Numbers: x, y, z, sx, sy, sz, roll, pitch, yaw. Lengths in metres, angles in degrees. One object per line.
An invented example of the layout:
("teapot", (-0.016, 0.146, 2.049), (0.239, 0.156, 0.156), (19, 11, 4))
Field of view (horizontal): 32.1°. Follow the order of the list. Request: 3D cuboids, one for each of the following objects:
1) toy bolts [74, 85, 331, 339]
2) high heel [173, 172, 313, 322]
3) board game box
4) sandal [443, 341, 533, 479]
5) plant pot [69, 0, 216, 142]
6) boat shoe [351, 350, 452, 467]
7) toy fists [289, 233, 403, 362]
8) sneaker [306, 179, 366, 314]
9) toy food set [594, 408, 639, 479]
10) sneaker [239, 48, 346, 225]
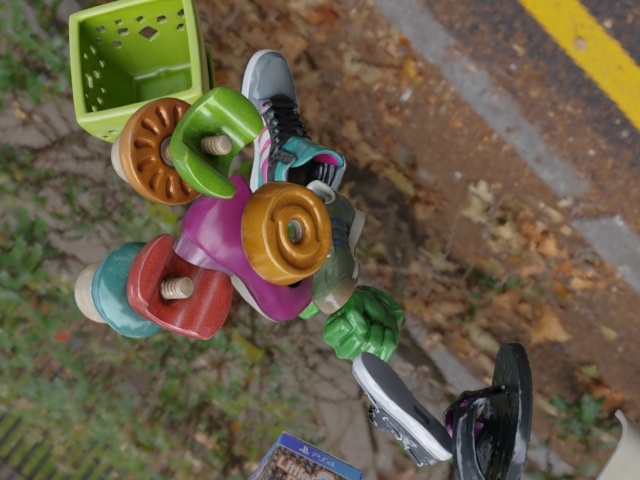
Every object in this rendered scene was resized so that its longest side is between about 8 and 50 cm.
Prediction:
("toy bolts", (-0.128, 0.001, 1.055), (0.158, 0.228, 0.218), (-5, 141, 46))
("high heel", (-0.064, 0.009, 1.493), (0.127, 0.181, 0.377), (42, -165, 18))
("board game box", (-0.076, 0.477, 1.642), (0.141, 0.291, 0.232), (28, 133, -5))
("sandal", (0.241, 0.346, 1.751), (0.107, 0.167, 0.446), (3, 128, -10))
("plant pot", (-0.298, -0.282, 1.964), (0.228, 0.227, 0.207), (-11, 158, 6))
("boat shoe", (0.112, 0.267, 1.710), (0.076, 0.080, 0.228), (-35, 114, 22))
("toy fists", (0.029, 0.102, 1.916), (0.279, 0.142, 0.096), (45, 135, -10))
("sneaker", (0.000, 0.000, 1.288), (0.064, 0.192, 0.086), (-35, 113, 28))
("toy food set", (0.348, 0.382, 1.306), (0.220, 0.306, 0.092), (39, 170, -13))
("sneaker", (-0.045, -0.164, 1.798), (0.178, 0.124, 0.295), (7, 105, 55))
